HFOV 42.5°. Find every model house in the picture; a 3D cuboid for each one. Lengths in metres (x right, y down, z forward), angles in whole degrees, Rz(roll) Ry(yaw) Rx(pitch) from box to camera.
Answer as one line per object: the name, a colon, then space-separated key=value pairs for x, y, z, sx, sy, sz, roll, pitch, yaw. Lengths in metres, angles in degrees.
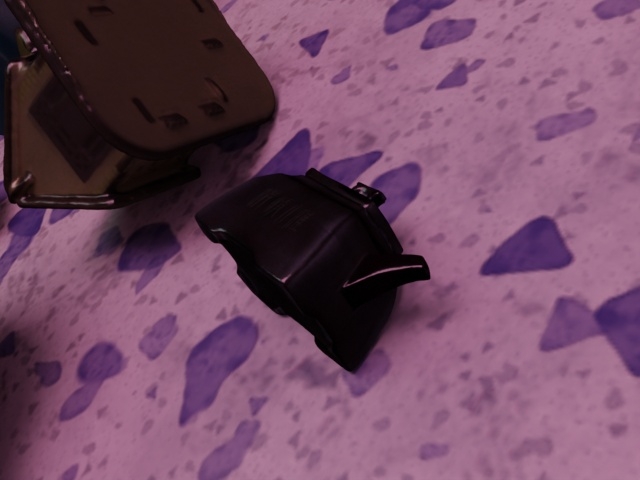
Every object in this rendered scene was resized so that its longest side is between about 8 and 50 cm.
model house: x=-0.219 y=-0.100 z=0.731 sx=0.279 sy=0.205 sz=0.218 roll=-37 pitch=-4 yaw=34

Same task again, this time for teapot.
teapot: x=0.000 y=0.000 z=0.517 sx=0.096 sy=0.087 sz=0.177 roll=-44 pitch=37 yaw=-12

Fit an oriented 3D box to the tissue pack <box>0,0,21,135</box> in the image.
tissue pack: x=-0.330 y=-0.280 z=0.981 sx=0.287 sy=0.198 sz=0.206 roll=-38 pitch=39 yaw=7
